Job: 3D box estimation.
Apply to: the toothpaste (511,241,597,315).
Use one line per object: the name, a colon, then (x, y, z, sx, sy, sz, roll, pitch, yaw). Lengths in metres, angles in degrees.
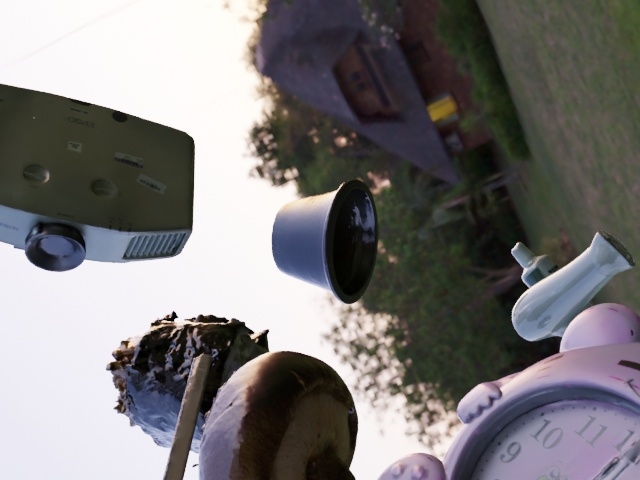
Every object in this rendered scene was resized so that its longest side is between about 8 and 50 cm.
toothpaste: (0.470, 0.153, 1.686, 0.392, 0.099, 0.061, 49, 145, 13)

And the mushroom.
mushroom: (-0.046, 0.285, 1.251, 0.297, 0.163, 0.278, -45, -67, -51)

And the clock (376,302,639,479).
clock: (0.228, 0.229, 0.835, 0.295, 0.322, 0.113, 42, 177, 43)

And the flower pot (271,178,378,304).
flower pot: (0.000, 0.000, 1.835, 0.235, 0.148, 0.235, 2, -90, -65)

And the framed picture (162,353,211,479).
framed picture: (-0.136, 0.262, 0.782, 0.289, 0.020, 0.211, -83, 7, -55)

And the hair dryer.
hair dryer: (0.397, 0.124, 1.315, 0.237, 0.206, 0.075, 47, -133, 6)

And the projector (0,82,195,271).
projector: (-0.270, -0.059, 1.027, 0.269, 0.088, 0.193, 13, -131, -20)

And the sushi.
sushi: (-0.192, 0.227, 1.576, 0.348, 0.207, 0.234, 76, -154, -61)
